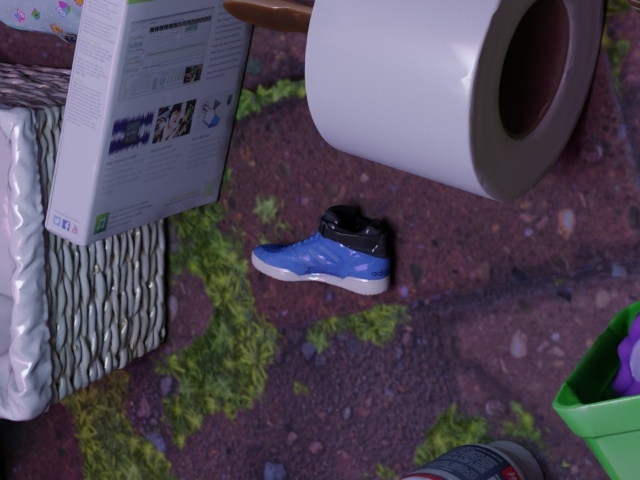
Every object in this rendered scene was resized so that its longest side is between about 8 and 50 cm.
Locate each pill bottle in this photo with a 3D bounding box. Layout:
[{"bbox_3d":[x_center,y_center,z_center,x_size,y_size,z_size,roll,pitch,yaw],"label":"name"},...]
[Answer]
[{"bbox_3d":[0.138,0.253,1.817,0.108,0.180,0.108,9,107,32],"label":"pill bottle"}]

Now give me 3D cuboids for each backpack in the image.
[{"bbox_3d":[-0.263,-0.279,1.998,0.182,0.115,0.152,11,110,35],"label":"backpack"}]

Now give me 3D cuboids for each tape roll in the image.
[{"bbox_3d":[0.121,-0.173,1.684,0.169,0.246,0.246,18,112,29],"label":"tape roll"}]

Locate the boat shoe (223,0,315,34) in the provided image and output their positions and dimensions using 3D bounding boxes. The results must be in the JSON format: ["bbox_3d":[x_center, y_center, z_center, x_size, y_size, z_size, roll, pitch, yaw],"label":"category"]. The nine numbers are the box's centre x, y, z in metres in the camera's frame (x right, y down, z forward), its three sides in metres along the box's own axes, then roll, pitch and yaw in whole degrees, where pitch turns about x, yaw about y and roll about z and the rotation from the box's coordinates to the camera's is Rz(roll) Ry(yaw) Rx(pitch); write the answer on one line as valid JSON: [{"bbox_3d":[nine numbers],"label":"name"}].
[{"bbox_3d":[0.010,-0.231,1.844,0.207,0.073,0.073,19,72,12],"label":"boat shoe"}]

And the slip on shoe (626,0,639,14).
[{"bbox_3d":[0.331,-0.208,1.658,0.135,0.051,0.041,16,71,39],"label":"slip on shoe"}]

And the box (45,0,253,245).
[{"bbox_3d":[-0.157,-0.170,1.880,0.058,0.232,0.322,25,114,25],"label":"box"}]

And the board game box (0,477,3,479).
[{"bbox_3d":[-0.500,0.164,2.231,0.317,0.046,0.213,46,167,17],"label":"board game box"}]

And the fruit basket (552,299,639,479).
[{"bbox_3d":[0.382,0.036,1.558,0.392,0.283,0.392,9,114,22],"label":"fruit basket"}]

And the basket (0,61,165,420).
[{"bbox_3d":[-0.355,-0.015,2.033,0.328,0.266,0.331,10,106,32],"label":"basket"}]

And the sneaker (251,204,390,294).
[{"bbox_3d":[0.001,0.000,1.921,0.152,0.058,0.084,12,114,27],"label":"sneaker"}]
